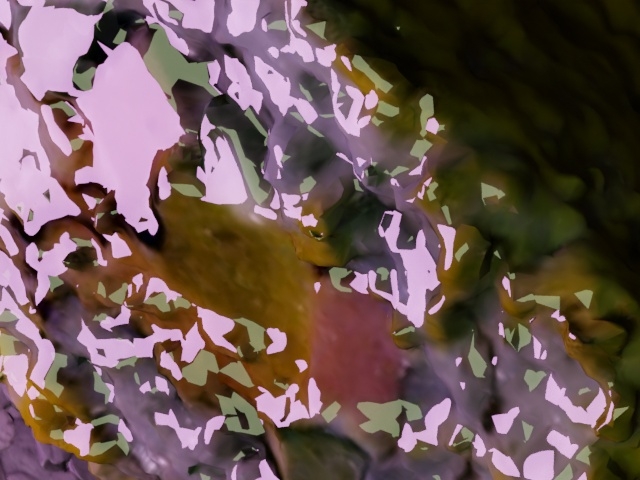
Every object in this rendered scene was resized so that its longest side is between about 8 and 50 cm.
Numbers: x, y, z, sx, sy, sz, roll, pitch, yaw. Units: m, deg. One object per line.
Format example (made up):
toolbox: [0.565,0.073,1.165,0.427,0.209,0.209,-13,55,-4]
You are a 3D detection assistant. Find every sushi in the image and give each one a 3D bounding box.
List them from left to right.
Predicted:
sushi: [0.000,0.000,0.832,0.396,0.240,0.351,47,131,8]
